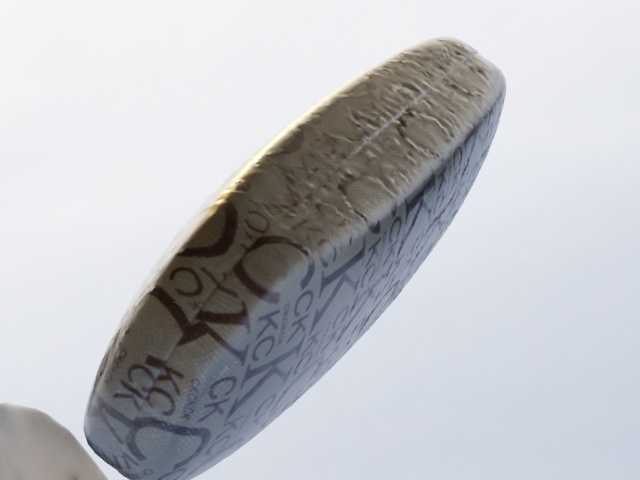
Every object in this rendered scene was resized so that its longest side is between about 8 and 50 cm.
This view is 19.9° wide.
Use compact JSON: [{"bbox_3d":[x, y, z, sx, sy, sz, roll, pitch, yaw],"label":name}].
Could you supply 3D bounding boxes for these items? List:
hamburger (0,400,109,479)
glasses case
[{"bbox_3d":[-0.274,0.314,1.270,0.277,0.396,0.396,-25,-146,10],"label":"hamburger"},{"bbox_3d":[0.000,0.000,0.859,0.085,0.137,0.355,36,-150,8],"label":"glasses case"}]
